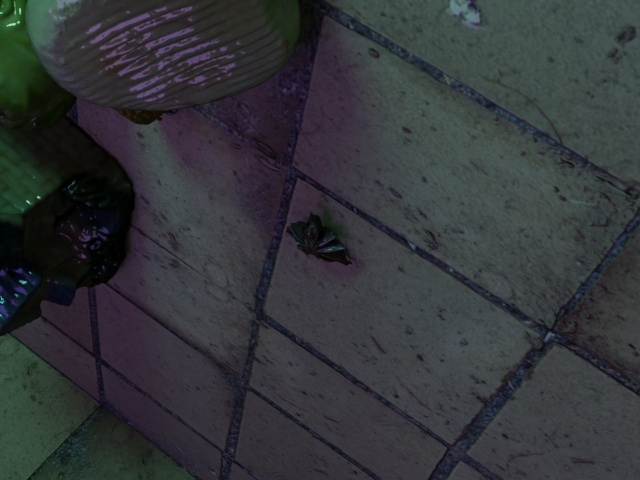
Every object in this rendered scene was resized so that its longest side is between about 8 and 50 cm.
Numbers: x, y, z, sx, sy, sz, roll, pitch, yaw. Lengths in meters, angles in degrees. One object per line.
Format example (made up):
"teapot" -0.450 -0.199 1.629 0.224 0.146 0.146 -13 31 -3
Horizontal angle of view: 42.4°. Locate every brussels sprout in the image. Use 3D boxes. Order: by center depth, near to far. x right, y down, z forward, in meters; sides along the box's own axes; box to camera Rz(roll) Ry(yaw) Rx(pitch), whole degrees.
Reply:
"brussels sprout" -0.548 -0.338 1.430 0.328 0.247 0.328 26 146 19

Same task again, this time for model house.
"model house" -0.672 -0.016 1.758 0.395 0.400 0.445 44 145 3

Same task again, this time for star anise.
"star anise" -0.006 -0.007 1.404 0.124 0.056 0.129 20 155 25

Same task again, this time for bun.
"bun" -0.201 -0.321 1.087 0.361 0.361 0.213 124 141 -55

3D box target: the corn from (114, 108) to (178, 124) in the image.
"corn" -0.328 -0.266 1.313 0.106 0.106 0.293 27 177 21
